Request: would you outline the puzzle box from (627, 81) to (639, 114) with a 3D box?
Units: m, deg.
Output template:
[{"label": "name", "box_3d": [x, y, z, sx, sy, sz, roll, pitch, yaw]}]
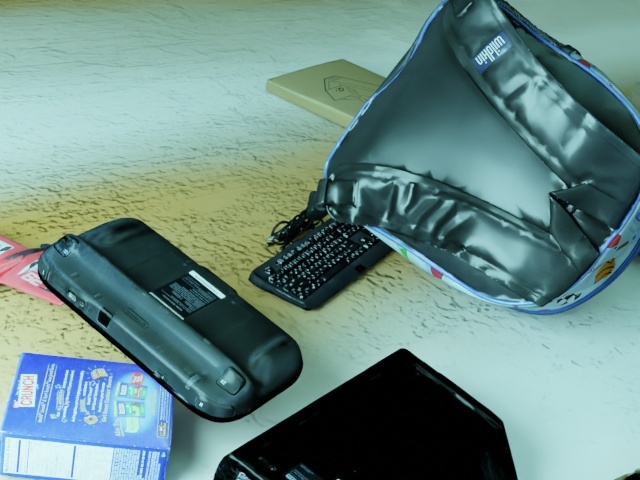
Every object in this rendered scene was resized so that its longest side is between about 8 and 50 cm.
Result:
[{"label": "puzzle box", "box_3d": [0.558, -0.069, 1.150, 0.409, 0.052, 0.272, 6, 27, -21]}]

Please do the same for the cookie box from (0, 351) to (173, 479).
[{"label": "cookie box", "box_3d": [-0.154, 0.119, 0.723, 0.107, 0.040, 0.092, 8, 27, -9]}]

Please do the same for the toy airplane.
[{"label": "toy airplane", "box_3d": [-0.263, 0.031, 0.862, 0.151, 0.028, 0.151, 8, 27, -4]}]

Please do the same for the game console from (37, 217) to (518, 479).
[{"label": "game console", "box_3d": [-0.039, 0.091, 0.756, 0.361, 0.044, 0.213, 36, 30, 22]}]

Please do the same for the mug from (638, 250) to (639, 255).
[{"label": "mug", "box_3d": [0.361, -0.032, 1.148, 0.129, 0.097, 0.158, 25, 31, 24]}]

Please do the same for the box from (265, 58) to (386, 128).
[{"label": "box", "box_3d": [0.056, -0.180, 1.393, 0.201, 0.021, 0.164, 29, 32, 29]}]

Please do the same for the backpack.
[{"label": "backpack", "box_3d": [0.172, -0.061, 0.982, 0.263, 0.276, 0.213, 43, 17, 31]}]

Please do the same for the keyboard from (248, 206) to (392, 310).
[{"label": "keyboard", "box_3d": [0.000, 0.000, 1.014, 0.100, 0.038, 0.192, 22, 29, 20]}]

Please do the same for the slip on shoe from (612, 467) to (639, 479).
[{"label": "slip on shoe", "box_3d": [0.229, 0.179, 0.758, 0.135, 0.041, 0.051, -12, 35, -37]}]
